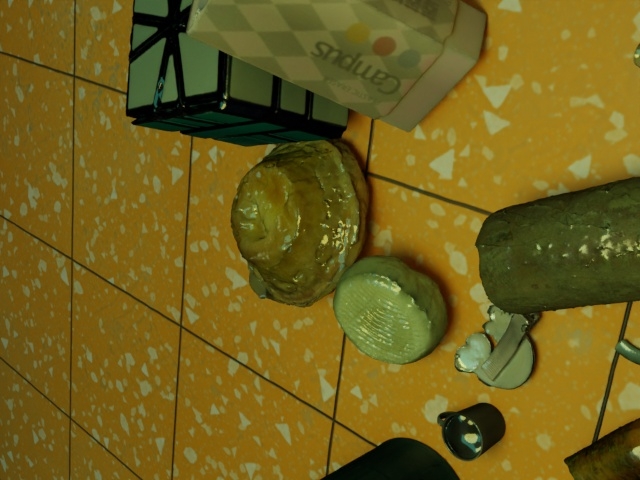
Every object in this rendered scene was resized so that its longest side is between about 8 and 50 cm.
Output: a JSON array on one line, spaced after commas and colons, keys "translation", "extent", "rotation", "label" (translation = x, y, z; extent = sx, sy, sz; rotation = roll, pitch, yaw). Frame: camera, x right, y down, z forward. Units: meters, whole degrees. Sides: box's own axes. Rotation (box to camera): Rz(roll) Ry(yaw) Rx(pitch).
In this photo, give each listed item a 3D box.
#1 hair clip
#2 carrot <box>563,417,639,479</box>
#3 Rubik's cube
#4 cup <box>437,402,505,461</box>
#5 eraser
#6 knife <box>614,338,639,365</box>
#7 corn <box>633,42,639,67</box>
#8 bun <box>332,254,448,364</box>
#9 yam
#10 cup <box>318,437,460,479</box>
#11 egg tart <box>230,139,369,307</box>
[{"translation": [0.282, 0.169, 1.246], "extent": [0.116, 0.049, 0.172], "rotation": [49, 132, 31], "label": "hair clip"}, {"translation": [0.417, 0.305, 1.117], "extent": [0.173, 0.082, 0.082], "rotation": [-47, 66, 37], "label": "carrot"}, {"translation": [-0.131, -0.321, 1.348], "extent": [0.288, 0.283, 0.294], "rotation": [4, 91, 44], "label": "Rubik's cube"}, {"translation": [0.239, 0.299, 1.295], "extent": [0.100, 0.077, 0.078], "rotation": [23, 115, 39], "label": "cup"}, {"translation": [0.031, -0.312, 1.152], "extent": [0.213, 0.396, 0.082], "rotation": [-47, 35, 40], "label": "eraser"}, {"translation": [0.489, 0.180, 1.064], "extent": [0.210, 0.015, 0.028], "rotation": [23, 109, 39], "label": "knife"}, {"translation": [0.516, -0.171, 0.879], "extent": [0.346, 0.130, 0.130], "rotation": [24, 115, 36], "label": "corn"}, {"translation": [0.122, 0.108, 1.335], "extent": [0.195, 0.118, 0.196], "rotation": [17, 124, 27], "label": "bun"}, {"translation": [0.353, 0.010, 1.061], "extent": [0.268, 0.161, 0.161], "rotation": [-14, 89, 43], "label": "yam"}, {"translation": [0.056, 0.508, 1.372], "extent": [0.307, 0.292, 0.242], "rotation": [-31, 77, 43], "label": "cup"}, {"translation": [-0.057, -0.041, 1.446], "extent": [0.341, 0.129, 0.342], "rotation": [-4, 85, 44], "label": "egg tart"}]
